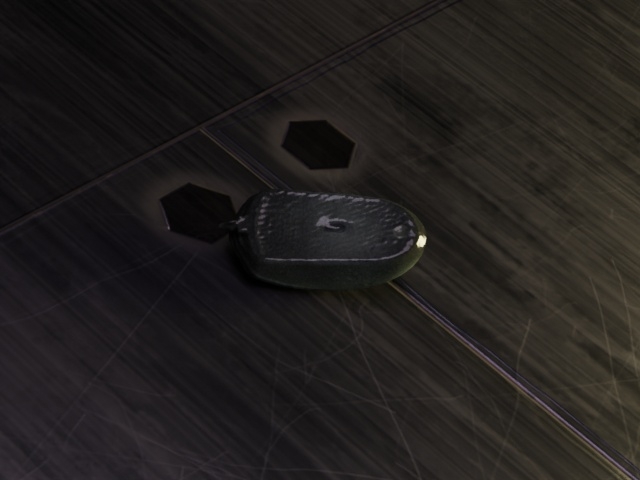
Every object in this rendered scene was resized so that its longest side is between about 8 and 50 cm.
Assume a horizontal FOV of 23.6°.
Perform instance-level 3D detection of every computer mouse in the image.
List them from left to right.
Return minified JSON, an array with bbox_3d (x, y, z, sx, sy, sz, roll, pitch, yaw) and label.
[{"bbox_3d":[0.001,0.003,1.690,0.229,0.068,0.113,3,57,-2],"label":"computer mouse"}]
